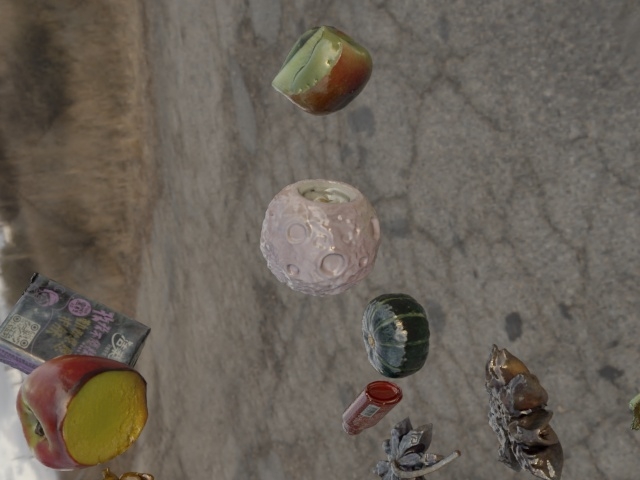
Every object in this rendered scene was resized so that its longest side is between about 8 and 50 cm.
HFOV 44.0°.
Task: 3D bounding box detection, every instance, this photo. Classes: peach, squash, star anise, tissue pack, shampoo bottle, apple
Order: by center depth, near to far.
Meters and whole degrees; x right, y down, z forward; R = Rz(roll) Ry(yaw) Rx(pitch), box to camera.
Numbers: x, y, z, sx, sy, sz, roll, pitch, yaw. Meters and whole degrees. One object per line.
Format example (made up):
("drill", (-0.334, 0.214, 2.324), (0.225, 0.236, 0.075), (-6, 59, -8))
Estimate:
("star anise", (0.415, 0.378, 1.644), (0.315, 0.108, 0.315), (170, 90, -82))
("star anise", (0.186, 0.477, 1.679), (0.262, 0.081, 0.230), (-36, 36, 50))
("apple", (0.010, -0.364, 1.734), (0.188, 0.174, 0.207), (-56, 21, 17))
("peach", (-0.516, 0.358, 1.742), (0.245, 0.275, 0.248), (42, 121, 32))
("tissue pack", (-0.676, 0.274, 2.151), (0.122, 0.361, 0.259), (-57, 8, 48))
("squash", (0.219, 0.279, 2.328), (0.252, 0.165, 0.252), (171, 90, -71))
("shampoo bottle", (0.145, 0.514, 2.415), (0.314, 0.118, 0.076), (117, 150, -56))

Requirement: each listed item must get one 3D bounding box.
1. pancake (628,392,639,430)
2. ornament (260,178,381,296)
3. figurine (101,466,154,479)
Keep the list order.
("pancake", (0.562, 0.288, 1.290), (0.129, 0.116, 0.022), (52, 180, -9))
("ornament", (0.000, 0.000, 1.666), (0.259, 0.260, 0.225), (-133, 45, -54))
("figurine", (-0.426, 0.528, 1.635), (0.121, 0.122, 0.176), (67, -160, 8))
